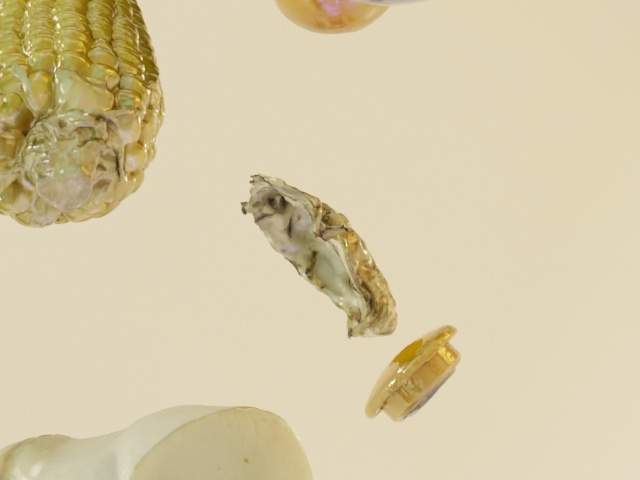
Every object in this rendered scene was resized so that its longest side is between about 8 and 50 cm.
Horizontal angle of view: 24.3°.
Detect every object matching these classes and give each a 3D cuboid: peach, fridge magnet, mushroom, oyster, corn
[{"bbox_3d":[0.014,-0.270,1.489,0.138,0.138,0.138,14,-127,-19],"label":"peach"},{"bbox_3d":[0.106,0.153,1.675,0.063,0.143,0.143,45,-131,7],"label":"fridge magnet"},{"bbox_3d":[-0.166,0.212,1.279,0.177,0.397,0.126,15,-109,-29],"label":"mushroom"},{"bbox_3d":[0.006,0.000,1.711,0.094,0.294,0.166,-45,-120,-12],"label":"oyster"},{"bbox_3d":[-0.173,-0.118,0.981,0.130,0.130,0.347,15,-154,-19],"label":"corn"}]

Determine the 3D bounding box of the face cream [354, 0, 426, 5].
[{"bbox_3d":[0.021,-0.284,1.035,0.201,0.187,0.201,12,-153,-6],"label":"face cream"}]
